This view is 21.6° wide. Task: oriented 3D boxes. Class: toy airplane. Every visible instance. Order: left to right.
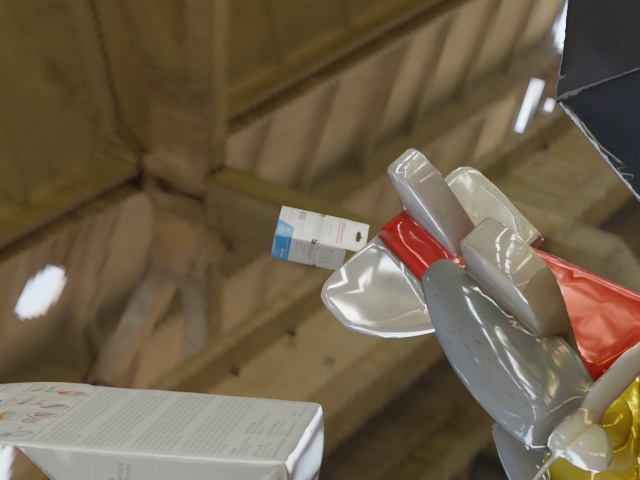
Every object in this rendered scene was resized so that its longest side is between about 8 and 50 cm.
[{"bbox_3d":[0.159,0.112,1.136,0.386,0.384,0.272,35,-104,-22],"label":"toy airplane"}]

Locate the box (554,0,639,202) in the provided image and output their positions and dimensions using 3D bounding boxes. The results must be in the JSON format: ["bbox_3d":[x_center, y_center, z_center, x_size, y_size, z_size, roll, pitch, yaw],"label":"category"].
[{"bbox_3d":[0.407,-0.193,1.790,0.296,0.183,0.294,43,-135,-36],"label":"box"}]

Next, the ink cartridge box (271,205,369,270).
[{"bbox_3d":[0.000,0.000,1.544,0.048,0.083,0.028,-77,-1,-53],"label":"ink cartridge box"}]

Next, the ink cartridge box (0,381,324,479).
[{"bbox_3d":[-0.202,0.217,1.675,0.308,0.385,0.091,-39,-49,-82],"label":"ink cartridge box"}]
